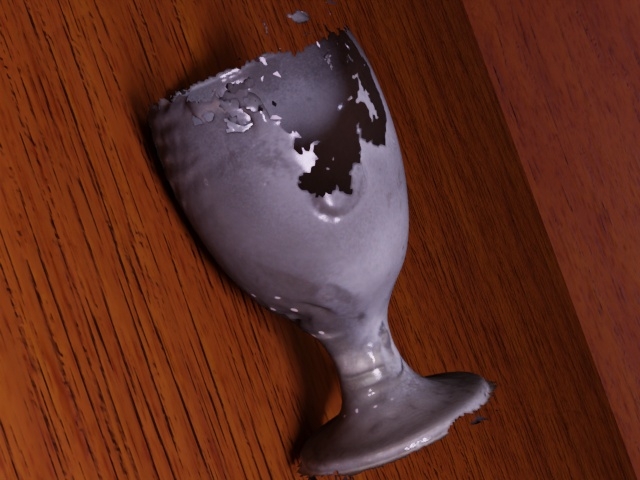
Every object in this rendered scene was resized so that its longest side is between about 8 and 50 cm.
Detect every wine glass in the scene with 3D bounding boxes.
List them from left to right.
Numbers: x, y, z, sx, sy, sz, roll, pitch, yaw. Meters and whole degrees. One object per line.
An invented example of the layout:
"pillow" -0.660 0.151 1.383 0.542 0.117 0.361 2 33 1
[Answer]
"wine glass" -0.002 0.003 1.084 0.357 0.190 0.190 69 21 -9
